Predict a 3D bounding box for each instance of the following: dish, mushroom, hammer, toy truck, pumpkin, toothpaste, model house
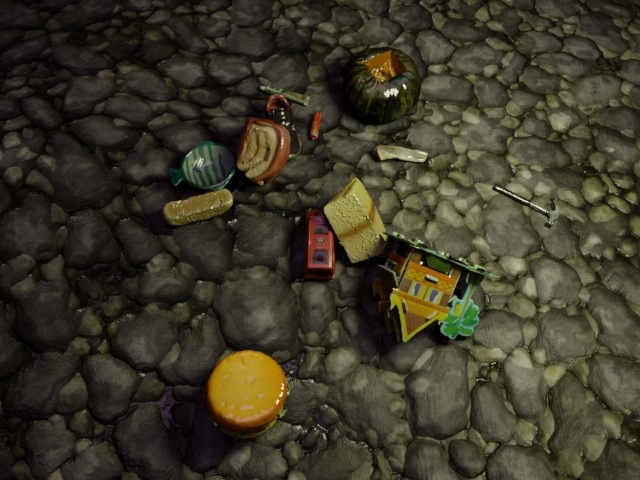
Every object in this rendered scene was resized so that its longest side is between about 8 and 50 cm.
[{"bbox_3d":[-0.407,-0.245,1.834,0.246,0.078,0.224,-19,62,-9],"label":"dish"},{"bbox_3d":[0.305,-0.324,1.932,0.202,0.054,0.059,2,69,-8],"label":"mushroom"},{"bbox_3d":[0.753,-0.148,1.876,0.246,0.029,0.103,32,66,14],"label":"hammer"},{"bbox_3d":[0.000,0.000,1.715,0.108,0.114,0.252,2,64,-1],"label":"toy truck"},{"bbox_3d":[0.240,-0.609,1.987,0.321,0.192,0.320,2,63,-4],"label":"pumpkin"},{"bbox_3d":[-0.143,-0.583,2.046,0.204,0.031,0.049,17,64,3],"label":"toothpaste"},{"bbox_3d":[0.331,0.173,1.621,0.358,0.242,0.312,20,95,-20],"label":"model house"}]

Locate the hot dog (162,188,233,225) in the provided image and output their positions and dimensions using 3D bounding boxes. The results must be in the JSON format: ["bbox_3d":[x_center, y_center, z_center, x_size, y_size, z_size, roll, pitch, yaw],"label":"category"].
[{"bbox_3d":[-0.421,-0.110,1.772,0.243,0.073,0.084,-18,64,-12],"label":"hot dog"}]

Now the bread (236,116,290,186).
[{"bbox_3d":[-0.202,-0.310,1.803,0.190,0.123,0.244,12,95,16],"label":"bread"}]

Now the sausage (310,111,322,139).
[{"bbox_3d":[-0.019,-0.439,1.979,0.034,0.034,0.129,9,63,2],"label":"sausage"}]

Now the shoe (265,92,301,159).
[{"bbox_3d":[-0.140,-0.432,1.911,0.114,0.137,0.290,-12,66,-8],"label":"shoe"}]

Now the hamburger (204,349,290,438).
[{"bbox_3d":[-0.207,0.440,1.455,0.246,0.170,0.246,4,51,-5],"label":"hamburger"}]

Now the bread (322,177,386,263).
[{"bbox_3d":[0.122,-0.072,1.725,0.135,0.240,0.178,-22,22,22],"label":"bread"}]
